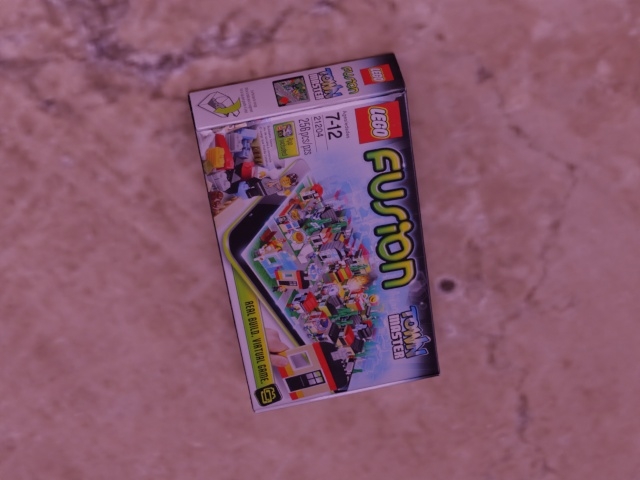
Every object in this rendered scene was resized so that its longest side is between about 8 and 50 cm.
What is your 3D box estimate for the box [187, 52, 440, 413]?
[{"bbox_3d":[0.000,0.000,1.073,0.114,0.036,0.207,-12,129,-2],"label":"box"}]
